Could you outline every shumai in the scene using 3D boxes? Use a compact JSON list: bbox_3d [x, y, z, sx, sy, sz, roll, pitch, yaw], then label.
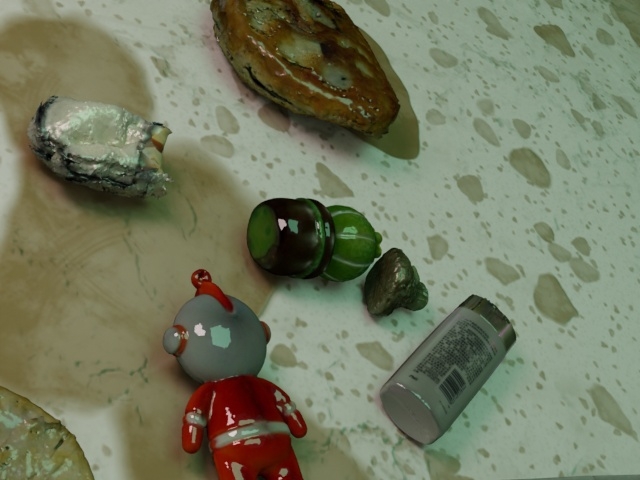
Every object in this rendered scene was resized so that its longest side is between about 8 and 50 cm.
[{"bbox_3d":[0.099,0.059,1.330,0.080,0.082,0.083,22,68,-25],"label":"shumai"}]

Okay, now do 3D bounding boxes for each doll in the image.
[{"bbox_3d":[-0.089,0.139,1.099,0.142,0.076,0.245,-1,60,-41],"label":"doll"}]

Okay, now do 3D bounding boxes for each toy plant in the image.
[{"bbox_3d":[0.000,0.000,1.281,0.162,0.093,0.093,7,52,-36],"label":"toy plant"}]

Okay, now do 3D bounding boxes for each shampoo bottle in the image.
[{"bbox_3d":[0.153,0.145,1.307,0.086,0.056,0.227,47,40,3],"label":"shampoo bottle"}]

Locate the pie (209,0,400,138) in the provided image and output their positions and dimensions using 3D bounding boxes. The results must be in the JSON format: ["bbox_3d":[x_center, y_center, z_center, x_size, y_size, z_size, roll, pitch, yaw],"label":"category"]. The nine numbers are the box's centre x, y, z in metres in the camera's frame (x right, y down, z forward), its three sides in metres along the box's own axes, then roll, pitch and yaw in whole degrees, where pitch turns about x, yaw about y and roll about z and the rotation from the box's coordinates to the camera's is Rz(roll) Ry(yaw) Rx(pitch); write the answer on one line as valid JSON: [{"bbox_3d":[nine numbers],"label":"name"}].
[{"bbox_3d":[-0.022,-0.253,1.493,0.308,0.085,0.308,24,39,-20],"label":"pie"}]

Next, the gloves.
[{"bbox_3d":[-0.236,-0.093,1.186,0.153,0.070,0.114,17,53,-28],"label":"gloves"}]

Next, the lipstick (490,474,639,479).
[{"bbox_3d":[0.244,0.308,1.222,0.371,0.080,0.076,7,50,-36],"label":"lipstick"}]

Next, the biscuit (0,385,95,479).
[{"bbox_3d":[-0.283,0.206,0.909,0.219,0.033,0.220,22,44,-23],"label":"biscuit"}]
